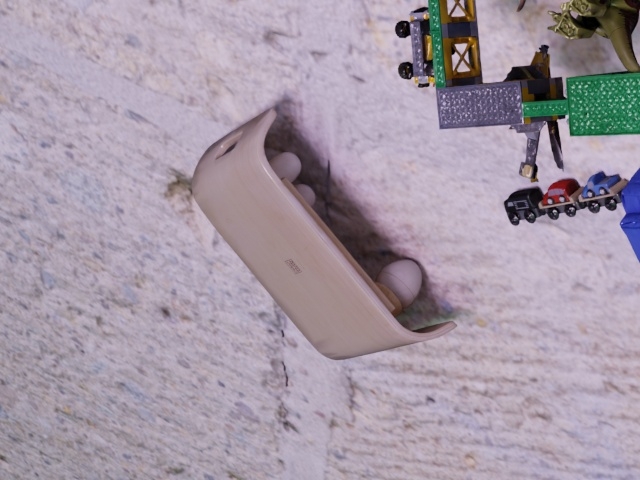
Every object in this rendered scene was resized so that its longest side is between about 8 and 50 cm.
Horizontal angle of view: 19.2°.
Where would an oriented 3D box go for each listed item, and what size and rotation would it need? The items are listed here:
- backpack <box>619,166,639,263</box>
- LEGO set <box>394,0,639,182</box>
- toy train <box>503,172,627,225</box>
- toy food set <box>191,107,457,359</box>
[{"bbox_3d":[0.337,-0.016,1.676,0.120,0.101,0.098,-4,130,44],"label":"backpack"},{"bbox_3d":[0.242,-0.191,1.569,0.331,0.192,0.255,-11,89,47],"label":"LEGO set"},{"bbox_3d":[0.235,-0.041,1.819,0.158,0.027,0.036,-9,109,51],"label":"toy train"},{"bbox_3d":[0.000,0.000,2.068,0.306,0.092,0.220,51,157,-8],"label":"toy food set"}]
